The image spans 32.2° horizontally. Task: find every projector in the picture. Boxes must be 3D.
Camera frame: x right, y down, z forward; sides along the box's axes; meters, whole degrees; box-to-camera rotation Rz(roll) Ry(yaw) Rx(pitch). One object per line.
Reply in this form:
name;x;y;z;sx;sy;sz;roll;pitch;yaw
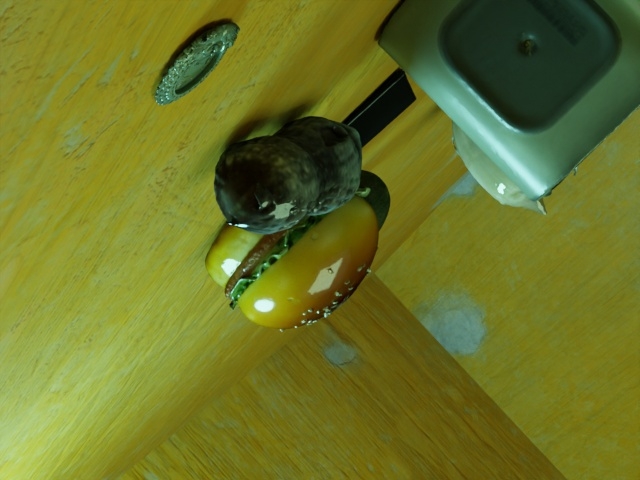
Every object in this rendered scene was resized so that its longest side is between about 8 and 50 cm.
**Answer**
projector;0.248;-0.222;1.210;0.248;0.249;0.248;-46;174;24

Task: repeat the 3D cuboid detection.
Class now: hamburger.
hamburger;-0.021;0.015;1.446;0.246;0.170;0.246;-40;171;-8

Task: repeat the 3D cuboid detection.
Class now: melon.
melon;0.034;-0.037;1.662;0.167;0.114;0.114;-41;173;-29

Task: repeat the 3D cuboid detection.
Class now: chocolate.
chocolate;-0.029;-0.068;1.152;0.110;0.110;0.248;-46;169;26

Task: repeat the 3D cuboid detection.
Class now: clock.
clock;-0.092;-0.129;0.817;0.083;0.010;0.074;-47;173;33

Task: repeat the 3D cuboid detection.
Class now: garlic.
garlic;0.377;-0.221;1.954;0.286;0.250;0.313;-5;-148;22

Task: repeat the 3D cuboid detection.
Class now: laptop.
laptop;0.071;-0.169;1.508;0.135;0.016;0.197;-43;172;4
